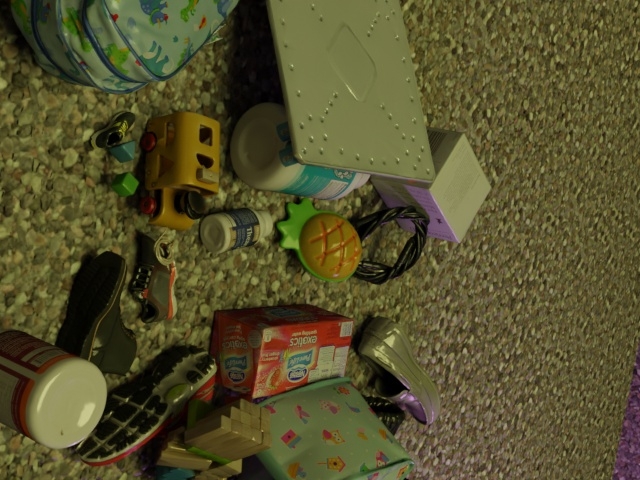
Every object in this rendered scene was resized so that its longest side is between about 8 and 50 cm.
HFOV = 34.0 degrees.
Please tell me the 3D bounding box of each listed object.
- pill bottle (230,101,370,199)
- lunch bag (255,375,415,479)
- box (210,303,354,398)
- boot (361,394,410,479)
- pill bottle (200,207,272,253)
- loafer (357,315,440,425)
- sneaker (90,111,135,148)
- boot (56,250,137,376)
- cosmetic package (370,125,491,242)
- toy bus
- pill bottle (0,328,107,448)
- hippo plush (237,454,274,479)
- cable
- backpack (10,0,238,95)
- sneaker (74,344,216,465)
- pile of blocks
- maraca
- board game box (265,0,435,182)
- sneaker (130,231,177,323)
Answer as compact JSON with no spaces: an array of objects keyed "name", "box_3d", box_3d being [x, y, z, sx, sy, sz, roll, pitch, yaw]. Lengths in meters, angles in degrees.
[{"name":"pill bottle","box_3d":[-0.020,-0.147,1.805,0.264,0.146,0.146,6,98,-52]},{"name":"lunch bag","box_3d":[-0.005,0.370,1.808,0.262,0.223,0.160,-3,133,-48]},{"name":"box","box_3d":[-0.069,0.193,1.881,0.257,0.123,0.128,-1,103,-51]},{"name":"boot","box_3d":[0.120,0.459,2.204,0.348,0.131,0.260,12,93,-52]},{"name":"pill bottle","box_3d":[-0.139,-0.020,1.765,0.120,0.067,0.067,-15,114,-48]},{"name":"loafer","box_3d":[0.163,0.296,2.227,0.111,0.112,0.319,-48,128,-23]},{"name":"sneaker","box_3d":[-0.299,-0.160,1.543,0.083,0.035,0.031,-47,136,-30]},{"name":"boot","box_3d":[-0.317,0.116,1.599,0.137,0.077,0.197,16,103,-57]},{"name":"cosmetic package","box_3d":[0.225,-0.116,2.115,0.151,0.151,0.183,-58,138,-21]},{"name":"toy bus","box_3d":[-0.205,-0.096,1.596,0.202,0.104,0.191,61,40,-25]},{"name":"pill bottle","box_3d":[-0.397,0.187,1.390,0.121,0.221,0.121,-21,118,-46]},{"name":"hippo plush","box_3d":[-0.084,0.556,1.901,0.294,0.234,0.236,-52,152,-54]},{"name":"cable","box_3d":[0.138,0.008,2.070,0.185,0.047,0.150,-23,113,-8]},{"name":"backpack","box_3d":[-0.247,-0.361,1.395,0.355,0.273,0.290,-44,141,-17]},{"name":"sneaker","box_3d":[-0.268,0.288,1.691,0.279,0.107,0.118,-34,140,-35]},{"name":"pile of blocks","box_3d":[-0.198,0.329,1.709,0.149,0.362,0.112,13,53,-19]},{"name":"maraca","box_3d":[0.000,0.000,1.927,0.186,0.099,0.127,35,68,-24]},{"name":"board game box","box_3d":[0.037,-0.293,1.772,0.390,0.050,0.389,3,72,-51]},{"name":"sneaker","box_3d":[-0.267,0.064,1.646,0.065,0.061,0.157,-25,121,-37]}]
